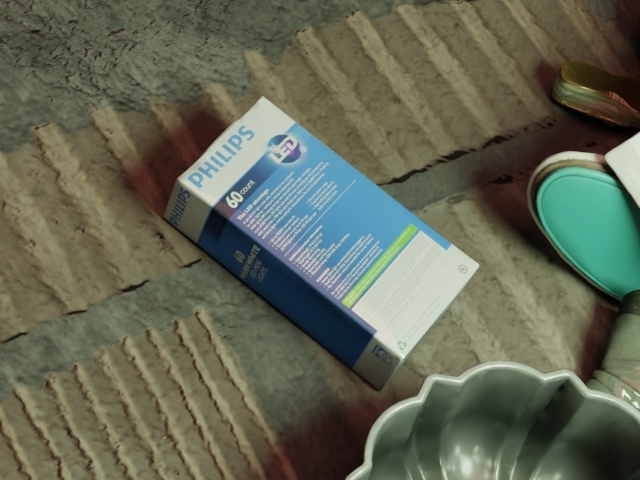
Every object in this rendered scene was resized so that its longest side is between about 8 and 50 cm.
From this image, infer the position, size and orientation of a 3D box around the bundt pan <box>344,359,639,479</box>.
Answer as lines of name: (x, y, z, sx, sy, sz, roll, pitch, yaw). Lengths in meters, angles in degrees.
bundt pan: (0.161, 0.274, 1.328, 0.331, 0.124, 0.331, 7, 60, -12)

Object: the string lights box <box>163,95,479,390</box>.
string lights box: (0.000, 0.000, 1.463, 0.259, 0.077, 0.133, 39, 58, 7)

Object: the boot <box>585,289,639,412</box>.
boot: (0.356, 0.168, 1.485, 0.246, 0.083, 0.161, 27, 68, 2)

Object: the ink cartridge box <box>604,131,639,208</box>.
ink cartridge box: (0.448, -0.031, 1.466, 0.261, 0.066, 0.296, -34, 85, 3)

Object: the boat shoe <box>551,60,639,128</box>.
boat shoe: (0.304, -0.143, 1.651, 0.135, 0.045, 0.050, 24, 52, -3)

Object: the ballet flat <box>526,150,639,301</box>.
ballet flat: (0.379, 0.021, 1.548, 0.400, 0.139, 0.139, 30, 58, -3)
